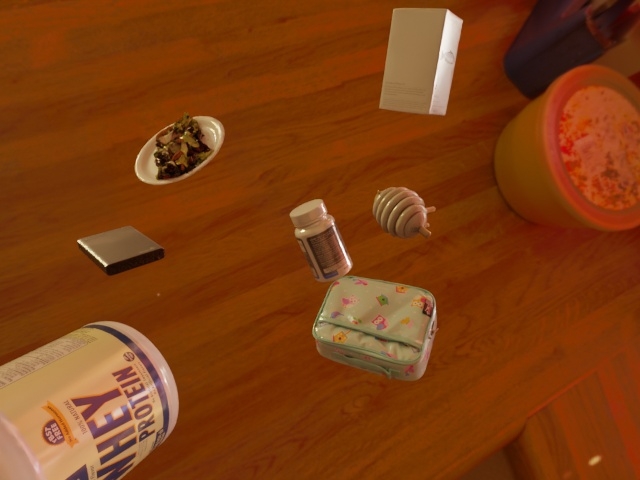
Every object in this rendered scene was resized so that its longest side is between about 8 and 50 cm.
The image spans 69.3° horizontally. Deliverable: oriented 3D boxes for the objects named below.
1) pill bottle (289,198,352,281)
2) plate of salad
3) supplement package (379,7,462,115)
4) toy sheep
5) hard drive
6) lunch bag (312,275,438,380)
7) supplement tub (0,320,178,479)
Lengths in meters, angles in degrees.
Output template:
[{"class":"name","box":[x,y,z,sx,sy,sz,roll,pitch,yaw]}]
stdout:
[{"class":"pill bottle","box":[0.000,0.000,0.843,0.078,0.078,0.137,-31,111,-20]},{"class":"plate of salad","box":[-0.289,-0.192,0.934,0.200,0.199,0.048,-46,142,-18]},{"class":"supplement package","box":[0.191,-0.336,0.884,0.105,0.105,0.179,-21,122,-55]},{"class":"toy sheep","box":[0.138,-0.045,0.774,0.091,0.132,0.091,-22,132,-28]},{"class":"hard drive","box":[-0.333,0.014,0.772,0.094,0.135,0.022,-21,122,-38]},{"class":"lunch bag","box":[0.133,0.203,1.089,0.279,0.108,0.224,9,44,21]},{"class":"supplement tub","box":[-0.393,0.279,0.655,0.236,0.235,0.325,64,29,-3]}]
